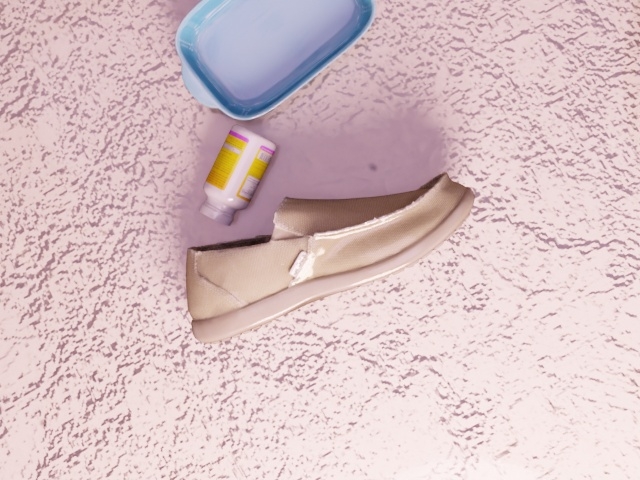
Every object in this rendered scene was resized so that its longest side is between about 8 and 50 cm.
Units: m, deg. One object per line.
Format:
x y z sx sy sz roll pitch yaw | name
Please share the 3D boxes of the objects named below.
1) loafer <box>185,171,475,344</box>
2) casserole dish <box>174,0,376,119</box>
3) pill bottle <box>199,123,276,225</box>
0.000 0.000 0.881 0.268 0.102 0.092 -25 96 3 | loafer
-0.038 -0.187 0.910 0.188 0.037 0.114 -39 90 3 | casserole dish
-0.075 -0.056 0.911 0.043 0.043 0.083 27 92 1 | pill bottle
